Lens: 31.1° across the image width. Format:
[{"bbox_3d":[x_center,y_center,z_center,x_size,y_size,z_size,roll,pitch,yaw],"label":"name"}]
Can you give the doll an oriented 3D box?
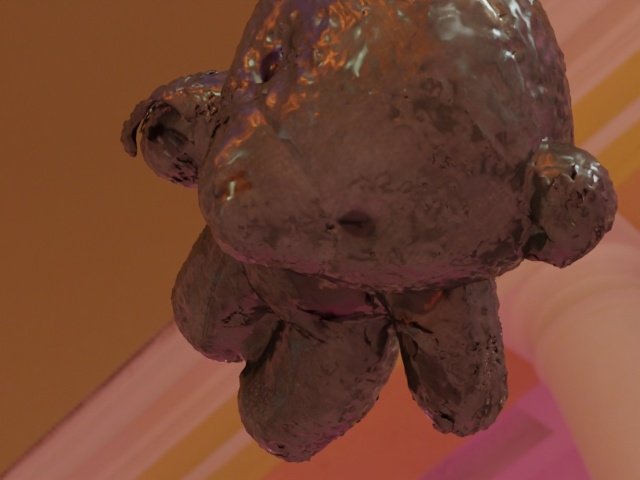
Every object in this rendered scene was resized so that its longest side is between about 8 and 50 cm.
[{"bbox_3d":[-0.004,0.001,0.565,0.158,0.246,0.340,-26,-18,-46],"label":"doll"}]
